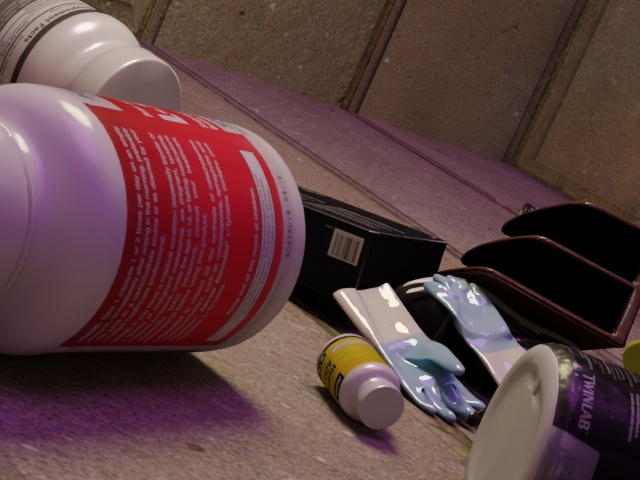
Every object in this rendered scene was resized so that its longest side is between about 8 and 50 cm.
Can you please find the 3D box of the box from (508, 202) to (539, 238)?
[{"bbox_3d":[0.327,0.057,2.190,0.147,0.180,0.077,24,11,4],"label":"box"}]

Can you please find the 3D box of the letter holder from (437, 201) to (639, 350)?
[{"bbox_3d":[0.272,0.034,1.965,0.214,0.152,0.302,27,-12,-10],"label":"letter holder"}]

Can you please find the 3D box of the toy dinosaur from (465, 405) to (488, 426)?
[{"bbox_3d":[0.272,0.198,1.560,0.218,0.164,0.322,12,22,21],"label":"toy dinosaur"}]

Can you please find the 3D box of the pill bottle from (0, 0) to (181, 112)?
[{"bbox_3d":[-0.372,-0.236,2.043,0.363,0.210,0.210,32,14,33],"label":"pill bottle"}]

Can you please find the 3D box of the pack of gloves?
[{"bbox_3d":[0.156,0.109,1.718,0.195,0.046,0.232,-10,45,-32],"label":"pack of gloves"}]

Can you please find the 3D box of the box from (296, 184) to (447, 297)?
[{"bbox_3d":[0.000,0.000,1.921,0.261,0.103,0.184,22,11,34],"label":"box"}]

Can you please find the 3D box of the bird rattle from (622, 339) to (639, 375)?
[{"bbox_3d":[0.402,0.099,1.374,0.207,0.143,0.253,34,-32,2],"label":"bird rattle"}]

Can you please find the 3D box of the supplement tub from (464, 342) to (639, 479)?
[{"bbox_3d":[0.302,0.230,1.324,0.316,0.194,0.193,23,11,-9],"label":"supplement tub"}]

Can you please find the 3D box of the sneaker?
[{"bbox_3d":[0.213,0.134,1.825,0.283,0.107,0.124,21,18,-13],"label":"sneaker"}]

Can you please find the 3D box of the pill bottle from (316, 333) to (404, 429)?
[{"bbox_3d":[0.042,0.144,1.512,0.065,0.065,0.116,19,12,-25],"label":"pill bottle"}]

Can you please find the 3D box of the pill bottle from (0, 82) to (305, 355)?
[{"bbox_3d":[-0.209,-0.014,1.310,0.229,0.229,0.407,30,13,29],"label":"pill bottle"}]
